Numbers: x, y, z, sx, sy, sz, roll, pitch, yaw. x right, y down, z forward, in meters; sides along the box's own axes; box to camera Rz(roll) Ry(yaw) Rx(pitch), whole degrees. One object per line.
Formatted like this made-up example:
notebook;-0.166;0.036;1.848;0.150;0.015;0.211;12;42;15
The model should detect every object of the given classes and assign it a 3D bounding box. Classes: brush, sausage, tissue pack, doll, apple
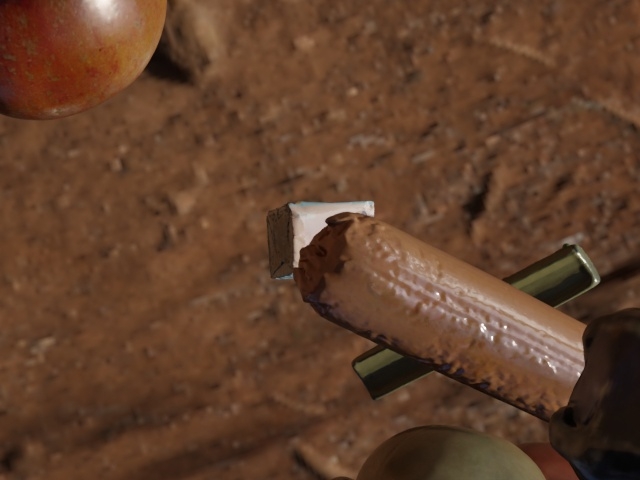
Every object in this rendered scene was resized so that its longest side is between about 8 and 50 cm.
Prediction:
brush;0.161;0.083;1.733;0.282;0.054;0.048;-30;-172;19
sausage;0.112;0.064;1.253;0.289;0.086;0.086;26;139;-19
tissue pack;0.000;0.000;1.563;0.094;0.074;0.058;-3;178;-29
doll;0.182;0.259;1.600;0.330;0.174;0.235;9;176;-37
apple;-0.276;-0.251;1.620;0.253;0.253;0.253;-17;159;-7

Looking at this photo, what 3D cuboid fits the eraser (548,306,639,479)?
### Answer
eraser;0.274;0.116;0.725;0.332;0.101;0.155;6;145;34
